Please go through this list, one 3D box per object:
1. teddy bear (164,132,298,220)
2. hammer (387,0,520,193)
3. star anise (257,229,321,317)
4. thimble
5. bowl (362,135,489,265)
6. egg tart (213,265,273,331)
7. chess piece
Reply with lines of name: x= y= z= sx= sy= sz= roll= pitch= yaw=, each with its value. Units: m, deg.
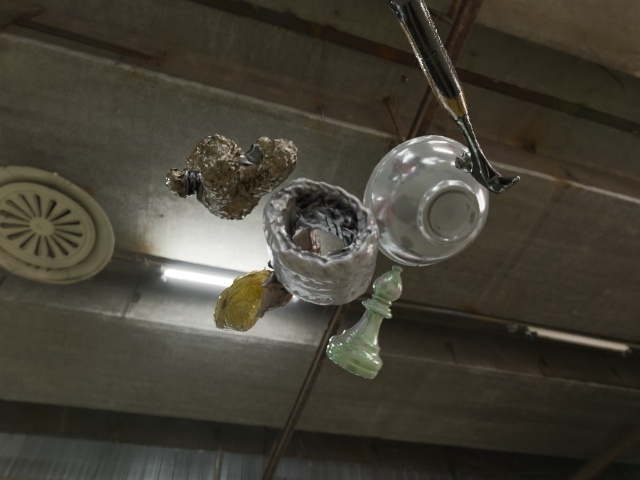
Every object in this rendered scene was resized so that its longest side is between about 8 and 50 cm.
teddy bear: x=-0.143 y=-0.097 z=0.693 sx=0.182 sy=0.251 sz=0.129 roll=-10 pitch=-69 yaw=-24
hammer: x=0.107 y=-0.105 z=0.351 sx=0.021 sy=0.078 sz=0.201 roll=-40 pitch=-49 yaw=6
star anise: x=-0.066 y=0.098 z=1.322 sx=0.292 sy=0.109 sz=0.349 roll=-20 pitch=-39 yaw=-39
thimble: x=0.000 y=0.000 z=0.910 sx=0.217 sy=0.245 sz=0.157 roll=-36 pitch=-28 yaw=-21
bowl: x=0.287 y=-0.078 z=1.095 sx=0.346 sy=0.157 sz=0.345 roll=-3 pitch=-74 yaw=-10
egg tart: x=-0.224 y=0.200 z=1.399 sx=0.252 sy=0.098 sz=0.232 roll=-52 pitch=-26 yaw=4
chess piece: x=0.128 y=0.181 z=1.081 sx=0.139 sy=0.139 sz=0.271 roll=27 pitch=-92 yaw=-23
